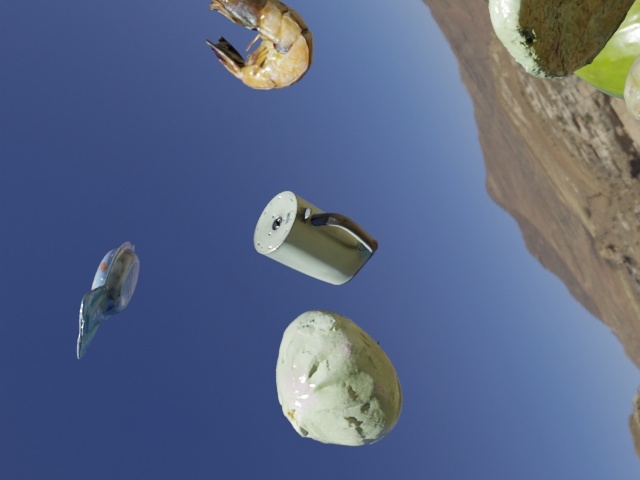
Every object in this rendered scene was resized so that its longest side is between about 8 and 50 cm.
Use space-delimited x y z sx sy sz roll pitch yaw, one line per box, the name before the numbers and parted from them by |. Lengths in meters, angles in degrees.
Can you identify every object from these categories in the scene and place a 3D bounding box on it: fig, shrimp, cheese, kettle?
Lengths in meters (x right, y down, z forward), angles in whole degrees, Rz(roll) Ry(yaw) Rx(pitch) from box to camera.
fig | 0.618 -0.391 1.050 0.316 0.316 0.316 41 -149 -31
shrimp | -0.141 -0.381 1.016 0.289 0.178 0.075 32 -138 -1
cheese | -0.359 0.084 0.953 0.052 0.135 0.245 12 -155 -4
kettle | 0.000 0.000 1.382 0.255 0.240 0.165 31 -125 -32

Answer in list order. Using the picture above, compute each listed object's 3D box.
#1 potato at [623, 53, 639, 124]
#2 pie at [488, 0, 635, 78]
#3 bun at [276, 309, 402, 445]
potato | 0.483 -0.209 0.661 0.160 0.235 0.178 -101 -15 -48
pie | 0.215 -0.232 0.481 0.187 0.187 0.041 34 -179 -41
bun | 0.009 0.288 1.090 0.187 0.293 0.293 -34 -88 -37
